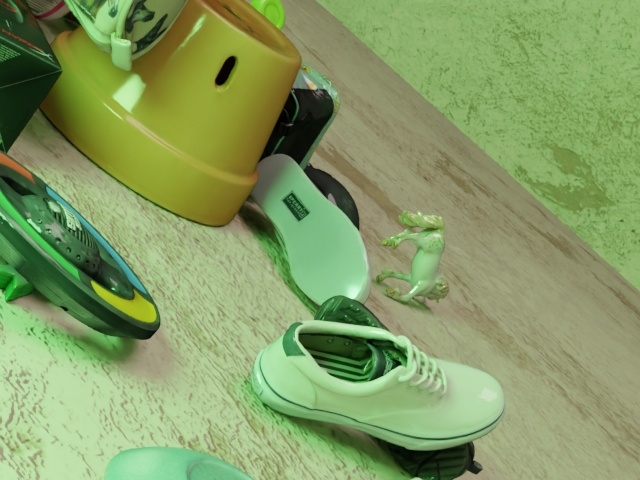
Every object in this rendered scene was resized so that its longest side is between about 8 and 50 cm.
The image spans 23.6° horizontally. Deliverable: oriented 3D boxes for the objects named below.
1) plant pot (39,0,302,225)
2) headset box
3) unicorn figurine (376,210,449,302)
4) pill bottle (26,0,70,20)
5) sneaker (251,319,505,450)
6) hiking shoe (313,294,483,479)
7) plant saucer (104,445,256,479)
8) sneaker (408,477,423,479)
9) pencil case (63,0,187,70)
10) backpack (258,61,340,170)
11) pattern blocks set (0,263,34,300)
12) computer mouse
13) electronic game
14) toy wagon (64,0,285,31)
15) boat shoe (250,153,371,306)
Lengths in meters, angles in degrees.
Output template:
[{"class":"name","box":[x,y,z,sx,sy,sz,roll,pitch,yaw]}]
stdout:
[{"class":"plant pot","box":[-0.158,-0.186,1.749,0.291,0.203,0.291,36,14,-10]},{"class":"headset box","box":[-0.399,-0.235,1.494,0.218,0.110,0.293,27,18,-36]},{"class":"unicorn figurine","box":[0.128,0.036,1.993,0.111,0.162,0.060,-4,42,-28]},{"class":"pill bottle","box":[-0.412,-0.393,1.847,0.283,0.160,0.160,26,19,-41]},{"class":"sneaker","box":[0.068,0.132,1.414,0.258,0.091,0.094,9,57,-24]},{"class":"hiking shoe","box":[0.074,0.154,1.551,0.227,0.086,0.114,54,11,20]},{"class":"plant saucer","box":[-0.066,0.206,1.109,0.195,0.037,0.195,35,15,-11]},{"class":"sneaker","box":[0.106,0.246,1.374,0.134,0.051,0.070,16,32,-48]},{"class":"pencil case","box":[-0.303,-0.355,1.562,0.410,0.183,0.160,39,-16,4]},{"class":"backpack","box":[-0.081,-0.172,1.939,0.188,0.166,0.144,44,31,22]},{"class":"pattern blocks set","box":[-0.362,-0.057,1.210,0.325,0.026,0.285,38,15,-2]},{"class":"computer mouse","box":[-0.040,-0.093,2.041,0.184,0.060,0.262,29,17,-37]},{"class":"electronic game","box":[-0.220,-0.002,1.278,0.229,0.048,0.229,44,5,-5]},{"class":"toy wagon","box":[-0.176,-0.291,2.044,0.267,0.068,0.344,1,-14,39]},{"class":"boat shoe","box":[0.000,0.000,1.789,0.084,0.095,0.258,52,8,-48]}]
